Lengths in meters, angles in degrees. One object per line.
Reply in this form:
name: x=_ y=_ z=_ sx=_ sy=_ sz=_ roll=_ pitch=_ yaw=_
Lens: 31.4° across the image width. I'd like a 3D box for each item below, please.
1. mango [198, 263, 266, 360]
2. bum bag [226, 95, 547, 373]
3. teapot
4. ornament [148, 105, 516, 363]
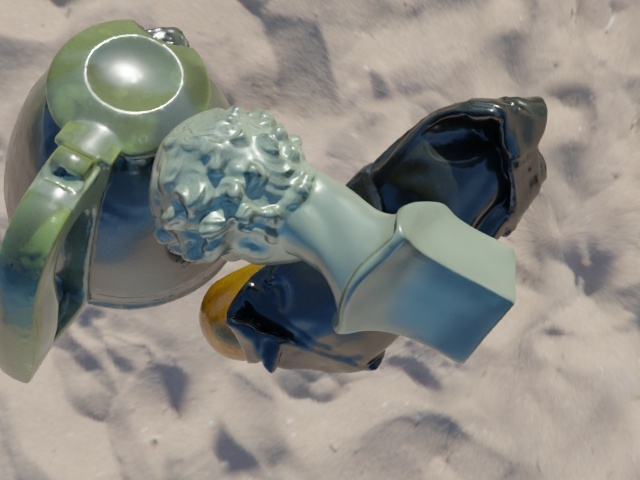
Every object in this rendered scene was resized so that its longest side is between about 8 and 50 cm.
mango: x=-0.035 y=0.053 z=1.067 sx=0.165 sy=0.115 sz=0.089 roll=-25 pitch=78 yaw=-26
bum bag: x=0.065 y=0.000 z=0.942 sx=0.326 sy=0.079 sz=0.142 roll=-43 pitch=122 yaw=14
teapot: x=-0.213 y=-0.065 z=1.054 sx=0.322 sy=0.239 sz=0.239 roll=-34 pitch=70 yaw=-23
ornament: x=0.007 y=-0.007 z=0.830 sx=0.285 sy=0.120 sz=0.130 roll=21 pitch=122 yaw=10
